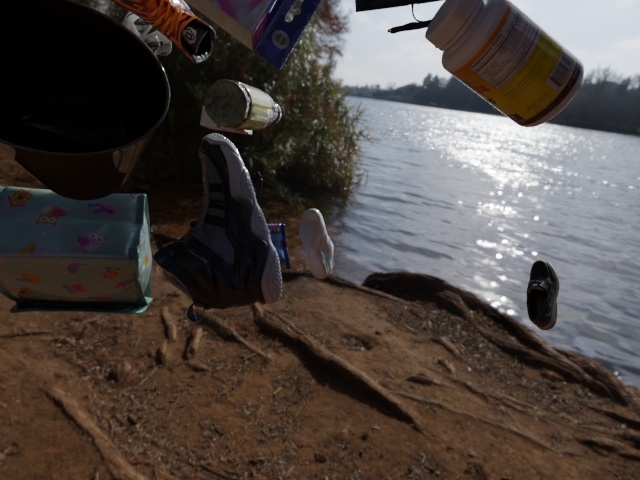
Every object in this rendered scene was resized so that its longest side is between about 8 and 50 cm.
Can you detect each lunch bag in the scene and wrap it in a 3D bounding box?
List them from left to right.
[{"bbox_3d":[-0.406,0.041,0.728,0.223,0.262,0.160,3,57,-17],"label":"lunch bag"},{"bbox_3d":[-0.250,0.058,1.267,0.220,0.138,0.293,-1,-17,-27],"label":"lunch bag"}]

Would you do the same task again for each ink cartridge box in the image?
[{"bbox_3d":[-0.280,-0.361,1.292,0.135,0.056,0.099,10,7,4],"label":"ink cartridge box"},{"bbox_3d":[-0.145,-0.609,0.941,0.330,0.324,0.071,31,-15,-18],"label":"ink cartridge box"}]

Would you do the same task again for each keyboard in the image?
[{"bbox_3d":[0.253,-0.673,1.182,0.316,0.202,0.033,-2,20,11],"label":"keyboard"}]

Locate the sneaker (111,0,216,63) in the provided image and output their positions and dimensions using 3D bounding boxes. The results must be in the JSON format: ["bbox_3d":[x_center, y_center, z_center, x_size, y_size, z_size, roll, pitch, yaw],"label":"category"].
[{"bbox_3d":[-0.343,-0.520,0.966,0.180,0.125,0.321,43,15,14],"label":"sneaker"}]

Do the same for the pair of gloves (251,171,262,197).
[{"bbox_3d":[-0.155,-0.108,0.865,0.083,0.074,0.010,10,5,-41],"label":"pair of gloves"}]

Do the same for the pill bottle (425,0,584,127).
[{"bbox_3d":[0.261,-0.268,0.621,0.214,0.117,0.117,30,14,-14],"label":"pill bottle"}]

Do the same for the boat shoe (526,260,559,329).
[{"bbox_3d":[0.449,0.103,0.870,0.049,0.152,0.056,28,-35,-25],"label":"boat shoe"}]

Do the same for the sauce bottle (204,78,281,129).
[{"bbox_3d":[-0.181,-0.343,1.120,0.111,0.112,0.344,12,14,11],"label":"sauce bottle"}]

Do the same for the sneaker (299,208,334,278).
[{"bbox_3d":[0.000,0.000,1.252,0.080,0.213,0.094,8,27,34],"label":"sneaker"}]

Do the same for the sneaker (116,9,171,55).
[{"bbox_3d":[-0.469,-0.537,1.134,0.122,0.146,0.331,-8,50,38],"label":"sneaker"}]

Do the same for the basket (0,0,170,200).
[{"bbox_3d":[-0.283,-0.134,0.489,0.204,0.154,0.227,11,-13,-19],"label":"basket"}]

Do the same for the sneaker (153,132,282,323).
[{"bbox_3d":[-0.160,-0.022,0.591,0.152,0.269,0.101,-18,-16,-16],"label":"sneaker"}]
